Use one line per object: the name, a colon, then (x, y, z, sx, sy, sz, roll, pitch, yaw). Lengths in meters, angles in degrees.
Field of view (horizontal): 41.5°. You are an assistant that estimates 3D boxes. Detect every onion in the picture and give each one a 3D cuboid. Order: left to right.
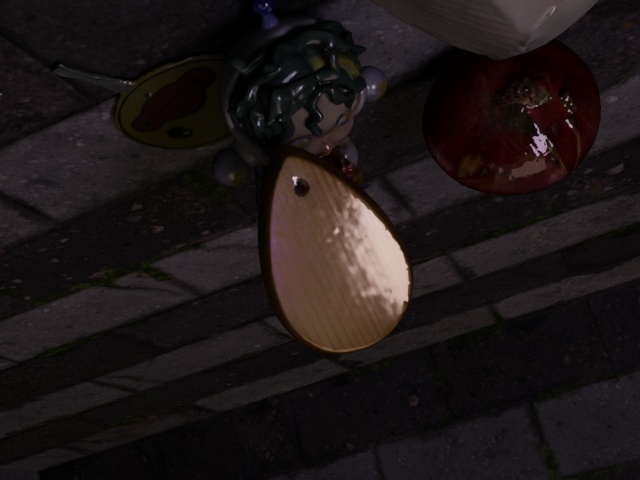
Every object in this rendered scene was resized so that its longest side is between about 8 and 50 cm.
onion: (0.262, -0.181, 1.166, 0.248, 0.248, 0.161, -17, 143, 7)

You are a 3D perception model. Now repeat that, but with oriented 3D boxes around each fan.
fan: (-0.206, -0.194, 1.152, 0.335, 0.011, 0.229, 9, 148, -46)

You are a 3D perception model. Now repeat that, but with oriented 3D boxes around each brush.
brush: (0.000, 0.000, 1.037, 0.174, 0.267, 0.166, -23, -164, -5)

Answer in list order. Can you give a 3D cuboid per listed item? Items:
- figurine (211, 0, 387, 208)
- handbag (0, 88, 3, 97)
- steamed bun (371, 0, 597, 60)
figurine: (-0.033, -0.143, 1.114, 0.261, 0.186, 0.382, -49, 161, -23)
handbag: (-0.454, -0.182, 0.827, 0.275, 0.178, 0.302, -4, 155, -22)
steamed bun: (0.150, -0.335, 0.731, 0.309, 0.309, 0.309, -12, 157, -5)
